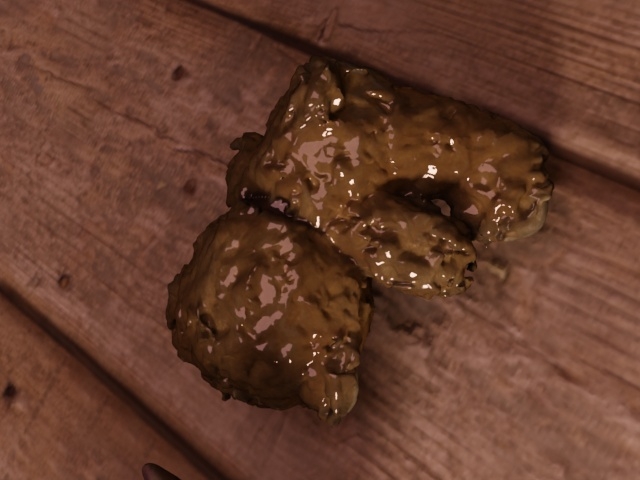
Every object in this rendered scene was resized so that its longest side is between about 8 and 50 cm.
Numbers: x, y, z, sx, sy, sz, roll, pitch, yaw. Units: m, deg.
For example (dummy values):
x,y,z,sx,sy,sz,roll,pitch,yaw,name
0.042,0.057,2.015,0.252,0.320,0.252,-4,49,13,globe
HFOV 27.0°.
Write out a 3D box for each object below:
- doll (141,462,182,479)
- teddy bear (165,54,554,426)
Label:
x,y,z,sx,sy,sz,roll,pitch,yaw,name
-0.103,0.342,0.827,0.370,0.226,0.215,-62,12,-12,doll
0.000,0.000,0.926,0.267,0.156,0.256,21,88,45,teddy bear
